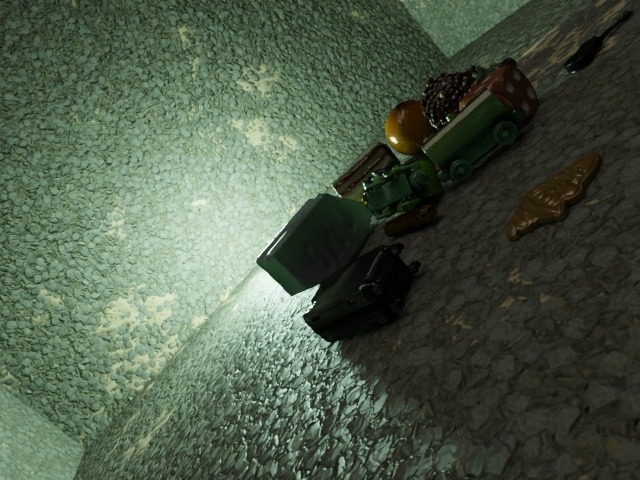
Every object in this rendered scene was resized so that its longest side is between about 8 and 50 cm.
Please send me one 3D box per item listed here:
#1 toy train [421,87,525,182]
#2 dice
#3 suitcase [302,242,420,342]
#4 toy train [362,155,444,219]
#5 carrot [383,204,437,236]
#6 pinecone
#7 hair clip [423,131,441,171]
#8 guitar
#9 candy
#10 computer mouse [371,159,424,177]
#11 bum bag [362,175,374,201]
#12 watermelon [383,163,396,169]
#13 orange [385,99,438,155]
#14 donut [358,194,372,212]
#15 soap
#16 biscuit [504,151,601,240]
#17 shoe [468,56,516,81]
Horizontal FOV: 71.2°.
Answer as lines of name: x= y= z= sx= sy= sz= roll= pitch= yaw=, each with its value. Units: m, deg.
toy train: x=0.454 y=-0.309 z=1.346 sx=0.307 sy=0.189 sz=0.126 roll=-41 pitch=15 yaw=25
dice: x=0.573 y=-0.444 z=1.443 sx=0.179 sy=0.174 sz=0.175 roll=-53 pitch=13 yaw=-29
suitcase: x=0.101 y=0.139 z=1.175 sx=0.312 sy=0.128 sz=0.202 roll=-34 pitch=16 yaw=45
toy train: x=0.273 y=-0.169 z=1.506 sx=0.188 sy=0.159 sz=0.272 roll=-17 pitch=-5 yaw=-33
carrot: x=0.279 y=-0.059 z=1.404 sx=0.069 sy=0.069 sz=0.229 roll=-51 pitch=12 yaw=-26
pinecone: x=0.535 y=-0.558 z=1.799 sx=0.264 sy=0.264 sz=0.264 roll=-43 pitch=12 yaw=11
hair clip: x=0.426 y=-0.306 z=1.567 sx=0.123 sy=0.138 sz=0.102 roll=-35 pitch=19 yaw=13
guitar: x=0.870 y=-0.630 z=1.392 sx=0.271 sy=0.038 sz=0.084 roll=-46 pitch=13 yaw=-3
candy: x=0.226 y=-0.321 z=2.171 sx=0.321 sy=0.135 sz=0.179 roll=-40 pitch=-11 yaw=18
computer mouse: x=0.338 y=-0.266 z=1.773 sx=0.264 sy=0.088 sz=0.147 roll=-11 pitch=10 yaw=31
bum bag: x=0.256 y=-0.211 z=1.866 sx=0.144 sy=0.095 sz=0.340 roll=0 pitch=27 yaw=11
watermelon: x=0.290 y=-0.270 z=2.084 sx=0.187 sy=0.071 sz=0.139 roll=-36 pitch=-8 yaw=-13
orange: x=0.413 y=-0.505 z=2.009 sx=0.246 sy=0.246 sz=0.246 roll=-43 pitch=12 yaw=11
donut: x=0.201 y=-0.150 z=1.976 sx=0.152 sy=0.058 sz=0.152 roll=-43 pitch=12 yaw=12
soap: x=0.000 y=0.000 z=1.658 sx=0.446 sy=0.261 sz=0.156 roll=-52 pitch=13 yaw=-33
biscuit: x=0.482 y=-0.094 z=0.930 sx=0.250 sy=0.035 sz=0.162 roll=-43 pitch=16 yaw=2
shoe: x=0.722 y=-0.728 z=1.957 sx=0.293 sy=0.149 sz=0.109 roll=-48 pitch=11 yaw=-7
